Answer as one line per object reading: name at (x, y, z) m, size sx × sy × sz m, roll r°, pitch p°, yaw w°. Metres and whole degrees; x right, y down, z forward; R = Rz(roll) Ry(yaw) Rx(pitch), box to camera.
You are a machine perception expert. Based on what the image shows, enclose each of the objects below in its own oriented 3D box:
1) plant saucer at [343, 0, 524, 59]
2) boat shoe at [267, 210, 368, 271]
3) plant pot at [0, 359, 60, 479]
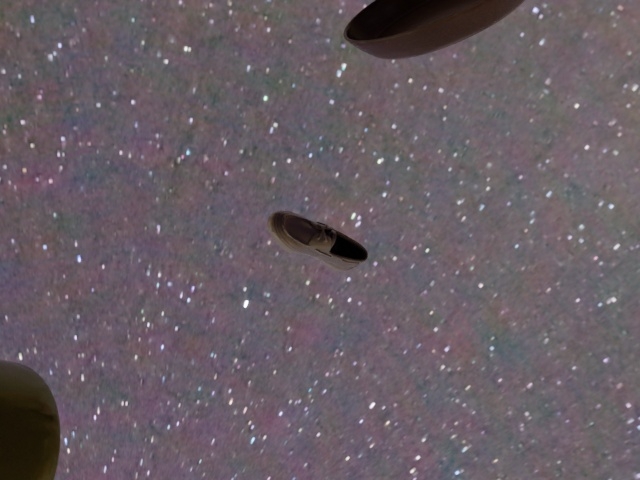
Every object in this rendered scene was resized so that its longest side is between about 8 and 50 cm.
plant saucer at (0.100, -0.188, 0.638) m, size 0.168 × 0.168 × 0.029 m, roll -46°, pitch -60°, yaw -32°
boat shoe at (0.000, 0.000, 1.243) m, size 0.184 × 0.063 × 0.066 m, roll 34°, pitch -127°, yaw -35°
plant pot at (-0.513, 0.239, 0.940) m, size 0.275 × 0.293 × 0.274 m, roll -12°, pitch -117°, yaw 24°
